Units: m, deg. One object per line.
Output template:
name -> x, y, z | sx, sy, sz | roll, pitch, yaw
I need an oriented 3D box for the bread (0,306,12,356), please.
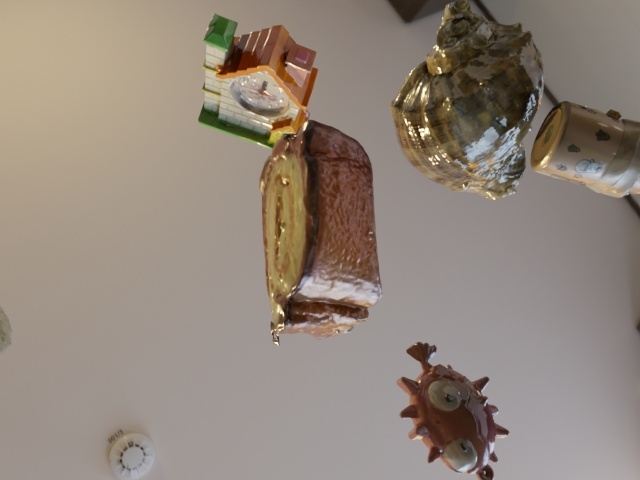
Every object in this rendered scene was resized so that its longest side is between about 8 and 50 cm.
bread -> -0.300, 0.062, 0.292 | 0.141, 0.148, 0.134 | -37, -66, -21

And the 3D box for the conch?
conch -> 0.214, -0.180, 0.665 | 0.210, 0.159, 0.291 | -21, -76, 7

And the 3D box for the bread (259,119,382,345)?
bread -> -0.005, 0.003, 0.578 | 0.123, 0.190, 0.244 | 5, -102, -24

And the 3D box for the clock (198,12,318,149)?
clock -> -0.116, -0.292, 0.907 | 0.219, 0.255, 0.106 | 18, -108, -9

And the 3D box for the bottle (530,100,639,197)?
bottle -> 0.347, -0.106, 0.575 | 0.152, 0.099, 0.099 | 17, -117, 4

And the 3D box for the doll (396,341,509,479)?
doll -> 0.236, 0.308, 0.863 | 0.211, 0.093, 0.262 | -3, -123, -26
